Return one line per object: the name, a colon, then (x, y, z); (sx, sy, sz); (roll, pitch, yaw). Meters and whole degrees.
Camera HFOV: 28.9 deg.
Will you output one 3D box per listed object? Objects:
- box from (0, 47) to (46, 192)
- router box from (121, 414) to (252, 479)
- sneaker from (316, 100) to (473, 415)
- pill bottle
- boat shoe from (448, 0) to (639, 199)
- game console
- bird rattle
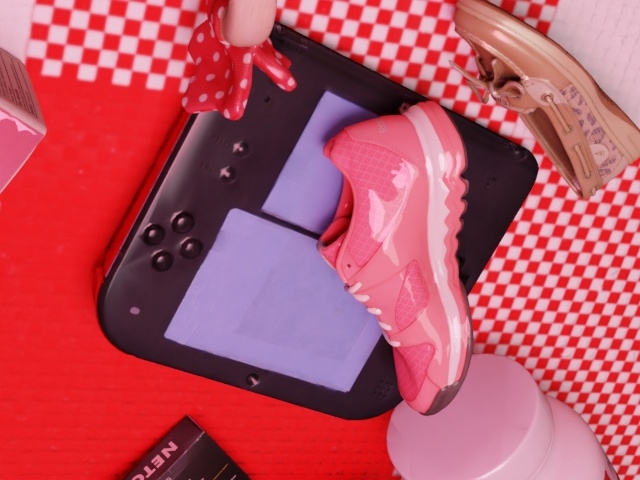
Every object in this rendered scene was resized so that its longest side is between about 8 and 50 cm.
box: (-0.347, -0.125, 0.954); (0.232, 0.149, 0.127); (34, 103, -33)
router box: (-0.159, 0.293, 1.314); (0.179, 0.046, 0.133); (-45, 127, -13)
sneaker: (0.063, 0.024, 1.184); (0.136, 0.116, 0.314); (-9, 111, -12)
pill bottle: (0.236, 0.319, 1.405); (0.229, 0.229, 0.408); (-34, 126, 0)
boat shoe: (0.216, -0.135, 1.206); (0.285, 0.104, 0.089); (35, 99, -35)
game console: (0.000, 0.000, 1.216); (0.386, 0.060, 0.342); (21, 109, -34)
bird rattle: (-0.074, -0.223, 0.965); (0.143, 0.207, 0.254); (2, 92, -9)
